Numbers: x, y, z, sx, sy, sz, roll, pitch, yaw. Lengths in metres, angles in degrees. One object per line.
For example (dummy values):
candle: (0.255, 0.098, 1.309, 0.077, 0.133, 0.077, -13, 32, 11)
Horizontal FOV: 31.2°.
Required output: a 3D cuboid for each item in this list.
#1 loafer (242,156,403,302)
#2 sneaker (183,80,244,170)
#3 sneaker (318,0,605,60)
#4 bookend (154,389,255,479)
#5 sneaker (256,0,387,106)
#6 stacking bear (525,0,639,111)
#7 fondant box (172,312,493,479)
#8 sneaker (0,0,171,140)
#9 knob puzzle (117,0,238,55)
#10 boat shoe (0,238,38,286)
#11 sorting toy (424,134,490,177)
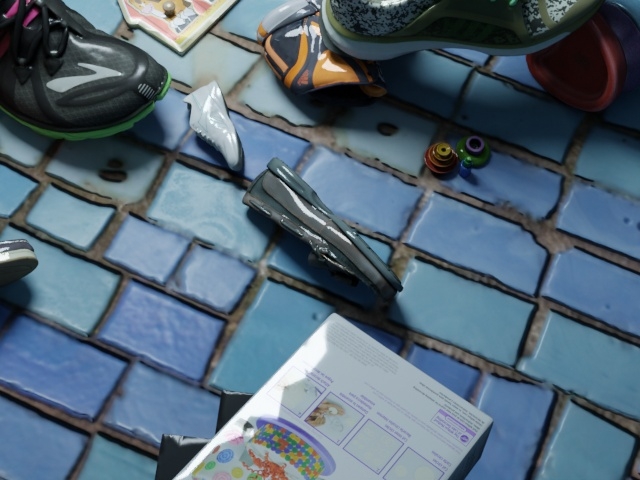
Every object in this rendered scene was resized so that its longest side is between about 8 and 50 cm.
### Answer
loafer: (0.000, 0.000, 1.562, 0.084, 0.096, 0.267, -44, 66, 0)
sneaker: (-0.151, -0.157, 1.641, 0.061, 0.054, 0.152, -22, 61, -3)
sneaker: (0.192, -0.340, 1.531, 0.410, 0.182, 0.158, -9, 76, 5)
bookend: (-0.132, 0.258, 1.429, 0.157, 0.072, 0.156, 6, 64, 0)
sneaker: (0.081, -0.303, 1.695, 0.321, 0.124, 0.180, -29, 73, -4)
stacking bear: (0.476, -0.320, 1.700, 0.289, 0.175, 0.164, -30, 68, -24)
fondant box: (0.008, 0.271, 1.315, 0.238, 0.096, 0.330, 33, 56, 20)
sneaker: (-0.435, -0.299, 1.604, 0.483, 0.202, 0.185, 27, 67, 9)
knob puzzle: (-0.231, -0.397, 1.758, 0.213, 0.030, 0.213, 1, 65, -2)
boat shoe: (-0.518, 0.029, 1.502, 0.285, 0.103, 0.092, -13, 71, -3)
sorting toy: (0.201, -0.126, 1.647, 0.102, 0.042, 0.061, -19, 67, -12)
